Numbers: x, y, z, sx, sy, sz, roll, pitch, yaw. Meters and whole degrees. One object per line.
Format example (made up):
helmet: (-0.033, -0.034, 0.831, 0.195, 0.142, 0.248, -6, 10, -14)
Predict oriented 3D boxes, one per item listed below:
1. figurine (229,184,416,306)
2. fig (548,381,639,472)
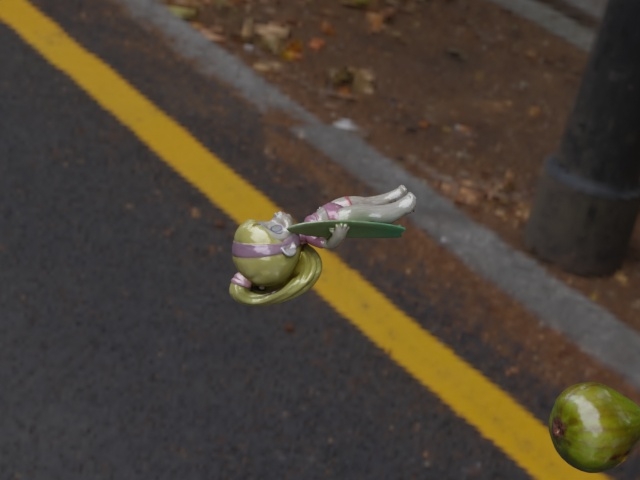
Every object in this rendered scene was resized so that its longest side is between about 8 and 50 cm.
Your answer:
figurine: (0.000, 0.000, 1.271, 0.187, 0.083, 0.083, -22, 36, -12)
fig: (0.305, 0.199, 1.442, 0.166, 0.093, 0.093, 16, 20, -36)
